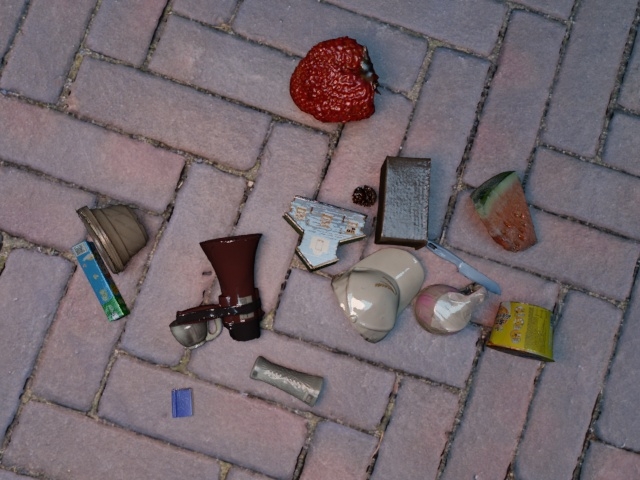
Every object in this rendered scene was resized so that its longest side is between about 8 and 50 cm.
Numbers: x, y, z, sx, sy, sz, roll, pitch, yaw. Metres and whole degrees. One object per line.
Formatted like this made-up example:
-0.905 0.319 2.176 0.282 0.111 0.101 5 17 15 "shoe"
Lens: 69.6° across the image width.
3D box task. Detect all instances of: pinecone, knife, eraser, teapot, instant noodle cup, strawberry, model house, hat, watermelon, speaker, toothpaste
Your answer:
0.143 -0.143 1.505 0.083 0.077 0.077 -12 86 13 "pinecone"
0.474 0.090 1.529 0.313 0.019 0.044 32 93 0 "knife"
-0.434 0.510 1.449 0.063 0.027 0.084 -4 86 -2 "eraser"
-0.392 0.279 1.447 0.111 0.149 0.108 -10 103 34 "teapot"
0.633 0.281 1.437 0.205 0.205 0.152 15 79 -1 "instant noodle cup"
0.045 -0.491 1.452 0.258 0.261 0.260 -17 86 -11 "strawberry"
0.000 0.000 1.432 0.271 0.178 0.206 15 79 -4 "model house"
0.417 0.217 1.435 0.222 0.178 0.163 -3 86 -4 "teapot"
0.200 0.159 1.436 0.301 0.168 0.257 -38 92 -9 "hat"
0.602 -0.073 1.503 0.193 0.140 0.256 -37 97 -9 "watermelon"
-0.281 0.146 1.387 0.198 0.259 0.329 -4 89 31 "speaker"
-0.691 0.127 1.451 0.050 0.065 0.266 -29 87 -8 "toothpaste"

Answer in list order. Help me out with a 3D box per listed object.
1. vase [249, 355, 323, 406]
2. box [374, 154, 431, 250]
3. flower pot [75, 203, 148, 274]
-0.108 0.435 1.440 0.220 0.096 0.096 21 85 2 "vase"
0.257 -0.114 1.453 0.143 0.184 0.273 5 85 2 "box"
-0.623 -0.022 1.409 0.141 0.235 0.235 -32 87 -28 "flower pot"
